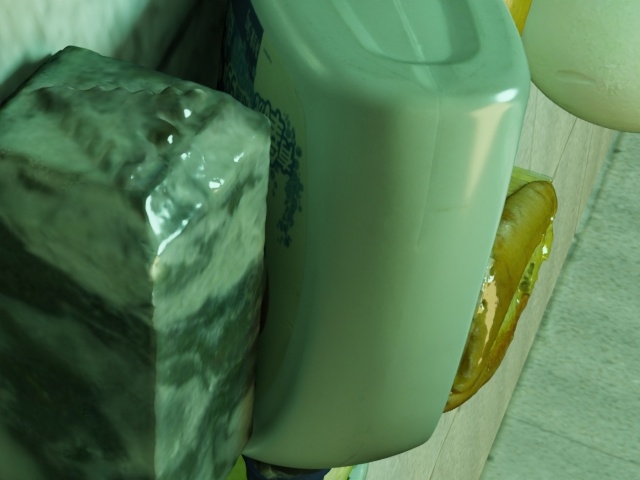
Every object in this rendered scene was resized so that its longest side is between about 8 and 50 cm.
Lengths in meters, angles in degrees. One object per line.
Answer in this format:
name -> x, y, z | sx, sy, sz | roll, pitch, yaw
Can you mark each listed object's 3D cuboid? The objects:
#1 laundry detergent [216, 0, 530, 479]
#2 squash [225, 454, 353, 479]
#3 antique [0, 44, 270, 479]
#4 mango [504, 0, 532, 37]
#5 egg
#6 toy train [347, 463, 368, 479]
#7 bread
laundry detergent -> 0.000, 0.000, 0.630 | 0.215, 0.105, 0.280 | -110, -156, -47
squash -> -0.010, 0.121, 0.873 | 0.252, 0.049, 0.252 | -56, 166, -21
antique -> -0.076, 0.026, 0.500 | 0.088, 0.086, 0.183 | -57, 160, -46
mango -> 0.048, -0.099, 0.733 | 0.147, 0.109, 0.227 | -104, -159, -47
egg -> 0.258, -0.227, 1.271 | 0.286, 0.174, 0.264 | -86, 167, -49
toy train -> 0.008, 0.191, 1.090 | 0.234, 0.051, 0.052 | -43, 153, -61
bread -> 0.117, 0.027, 1.158 | 0.288, 0.119, 0.152 | -38, 148, -65
